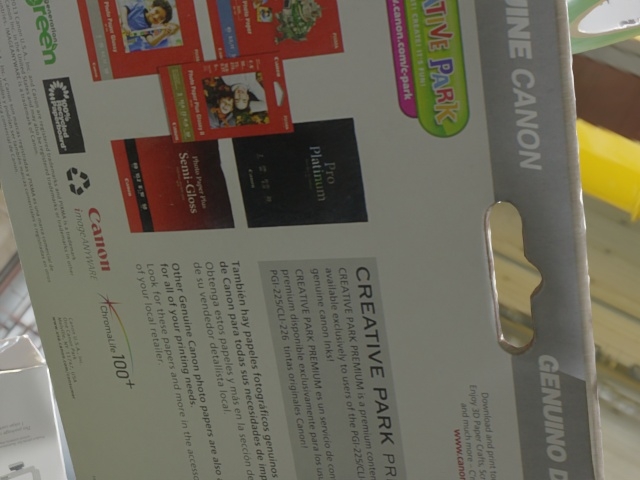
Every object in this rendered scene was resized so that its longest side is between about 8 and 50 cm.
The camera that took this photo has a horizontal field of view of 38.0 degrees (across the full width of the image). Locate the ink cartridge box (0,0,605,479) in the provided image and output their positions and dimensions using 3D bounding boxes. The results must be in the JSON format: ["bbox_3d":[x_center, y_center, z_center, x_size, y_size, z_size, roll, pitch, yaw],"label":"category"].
[{"bbox_3d":[0.000,0.000,0.452,0.272,0.130,0.309,-1,-72,24],"label":"ink cartridge box"}]

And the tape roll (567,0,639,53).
[{"bbox_3d":[0.240,-0.194,0.517,0.321,0.321,0.077,-21,-92,67],"label":"tape roll"}]

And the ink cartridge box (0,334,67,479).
[{"bbox_3d":[-0.216,0.177,0.659,0.115,0.067,0.198,-167,-110,-66],"label":"ink cartridge box"}]
